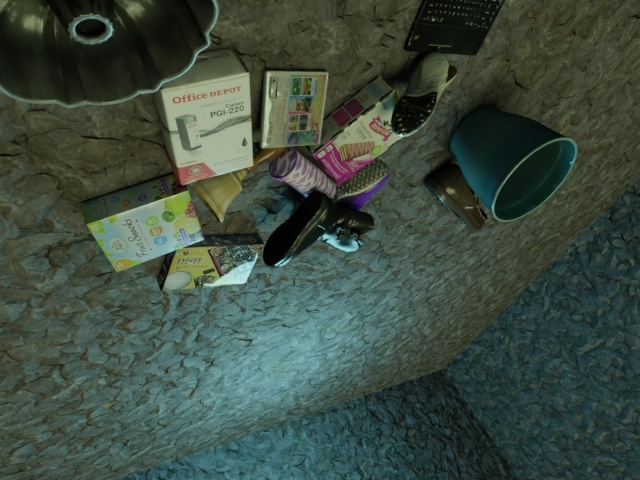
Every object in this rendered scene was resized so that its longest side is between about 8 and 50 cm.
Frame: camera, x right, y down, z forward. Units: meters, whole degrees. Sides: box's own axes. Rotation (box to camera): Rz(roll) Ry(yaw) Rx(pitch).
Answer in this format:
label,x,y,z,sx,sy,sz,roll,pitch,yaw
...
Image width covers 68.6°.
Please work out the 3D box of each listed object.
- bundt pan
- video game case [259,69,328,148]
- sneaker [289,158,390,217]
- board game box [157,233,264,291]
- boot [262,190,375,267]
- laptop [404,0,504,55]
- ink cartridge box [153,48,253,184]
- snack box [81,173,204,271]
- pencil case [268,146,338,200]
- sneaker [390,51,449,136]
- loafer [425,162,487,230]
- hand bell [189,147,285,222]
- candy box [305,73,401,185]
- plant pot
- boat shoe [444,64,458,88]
label,x,y,z,sx,sy,sz,roll,pitch,yaw
bundt pan,-0.306,-0.314,0.593,0.331,0.124,0.331,-22,168,-5
video game case,-0.056,-0.273,0.979,0.143,0.019,0.157,-11,124,-30
sneaker,0.066,-0.108,1.269,0.293,0.102,0.146,-32,148,13
board game box,-0.287,0.057,1.235,0.243,0.042,0.165,-2,136,-38
boot,0.000,0.000,1.192,0.207,0.094,0.246,23,118,-41
laptop,0.345,-0.483,0.970,0.234,0.136,0.264,-10,141,-30
ink cartridge box,-0.215,-0.227,0.878,0.158,0.092,0.218,-19,143,-20
snack box,-0.374,-0.038,1.013,0.207,0.070,0.174,-21,146,-14
pencil case,-0.040,-0.147,1.131,0.206,0.086,0.088,33,81,-53
sneaker,0.223,-0.317,1.052,0.237,0.085,0.086,-61,169,-21
loafer,0.481,-0.139,1.539,0.130,0.134,0.366,-45,144,15
hand bell,-0.159,-0.159,1.027,0.242,0.126,0.126,-38,149,-12
candy box,0.091,-0.254,1.117,0.233,0.071,0.159,-38,146,8
plant pot,0.514,-0.238,1.318,0.271,0.255,0.271,-20,141,-17
boat shoe,0.273,-0.373,1.142,0.135,0.050,0.045,-34,160,5
